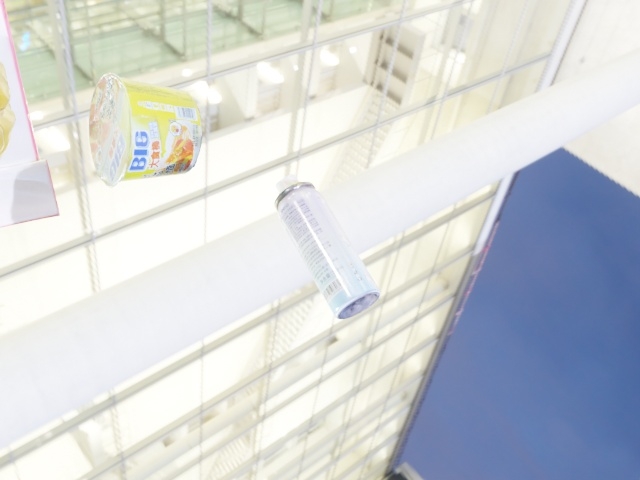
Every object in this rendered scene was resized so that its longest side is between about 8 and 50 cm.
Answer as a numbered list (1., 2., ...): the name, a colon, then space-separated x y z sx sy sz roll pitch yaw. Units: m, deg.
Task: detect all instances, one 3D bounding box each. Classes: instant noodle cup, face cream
1. instant noodle cup: -0.316 -0.202 1.245 0.205 0.153 0.204 11 -76 52
2. face cream: 0.000 0.000 0.984 0.229 0.075 0.075 60 -32 23

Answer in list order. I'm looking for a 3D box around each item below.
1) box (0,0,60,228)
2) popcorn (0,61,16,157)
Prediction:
1. box: -0.562 -0.156 0.901 0.314 0.312 0.299 16 -63 55
2. popcorn: -0.366 -0.112 0.540 0.250 0.250 0.189 36 -67 36
